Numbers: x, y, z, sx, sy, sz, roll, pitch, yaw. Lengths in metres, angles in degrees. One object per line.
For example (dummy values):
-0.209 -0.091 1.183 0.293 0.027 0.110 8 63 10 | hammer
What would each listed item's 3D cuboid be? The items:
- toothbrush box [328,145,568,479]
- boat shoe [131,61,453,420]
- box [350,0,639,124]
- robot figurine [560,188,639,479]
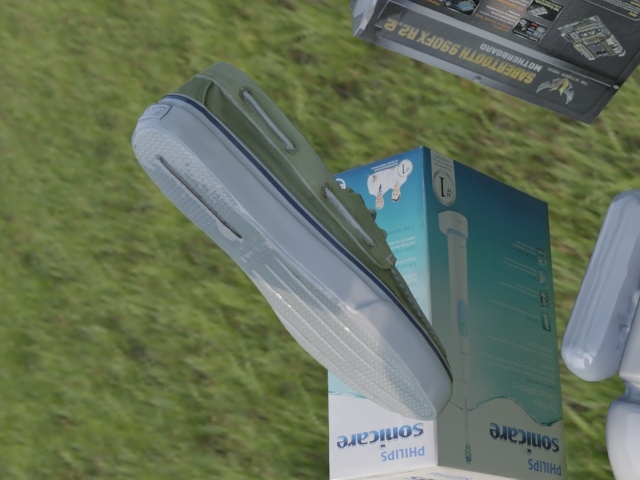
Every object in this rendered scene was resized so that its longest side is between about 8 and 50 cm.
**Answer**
0.119 0.088 1.272 0.126 0.216 0.296 -17 67 38 | toothbrush box
0.000 0.000 0.952 0.094 0.302 0.109 -49 15 -26 | boat shoe
0.165 -0.205 1.066 0.056 0.231 0.183 -91 25 -44 | box
0.287 0.053 0.793 0.300 0.199 0.354 11 83 41 | robot figurine
